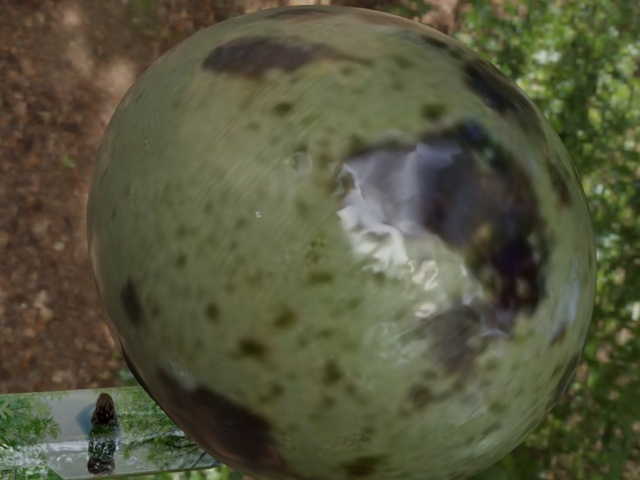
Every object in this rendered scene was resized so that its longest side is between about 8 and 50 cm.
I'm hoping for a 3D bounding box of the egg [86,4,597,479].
[{"bbox_3d":[0.000,0.000,0.924,0.345,0.428,0.345,-21,124,-34],"label":"egg"}]

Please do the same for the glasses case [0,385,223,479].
[{"bbox_3d":[-0.230,0.198,1.292,0.272,0.062,0.095,-1,75,-31],"label":"glasses case"}]
